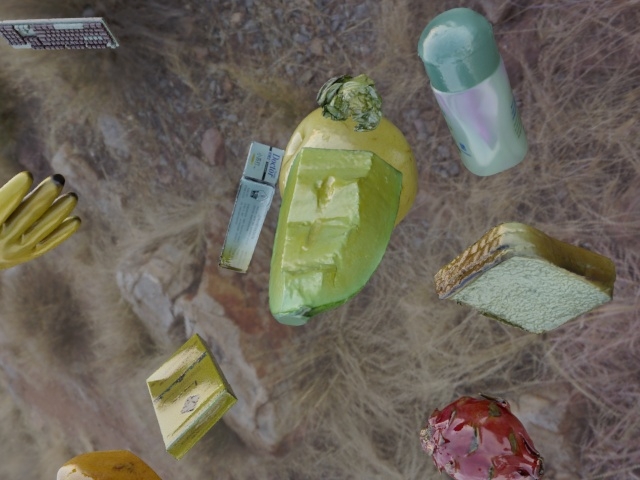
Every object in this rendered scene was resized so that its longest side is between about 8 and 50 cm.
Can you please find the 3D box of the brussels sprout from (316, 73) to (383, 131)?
[{"bbox_3d":[0.037,-0.173,0.744,0.085,0.085,0.058,120,153,-51],"label":"brussels sprout"}]

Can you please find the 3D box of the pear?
[{"bbox_3d":[0.065,-0.157,1.459,0.348,0.348,0.349,31,135,36],"label":"pear"}]

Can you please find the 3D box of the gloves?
[{"bbox_3d":[-0.492,-0.010,0.908,0.116,0.294,0.133,64,-169,25],"label":"gloves"}]

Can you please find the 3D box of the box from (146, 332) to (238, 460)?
[{"bbox_3d":[-0.267,0.301,1.215,0.041,0.153,0.279,50,172,-27],"label":"box"}]

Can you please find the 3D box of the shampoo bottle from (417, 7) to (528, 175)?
[{"bbox_3d":[0.313,-0.309,1.239,0.151,0.222,0.350,-19,133,18],"label":"shampoo bottle"}]

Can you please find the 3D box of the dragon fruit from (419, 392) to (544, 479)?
[{"bbox_3d":[0.226,0.279,0.831,0.165,0.133,0.136,13,141,31],"label":"dragon fruit"}]

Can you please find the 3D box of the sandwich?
[{"bbox_3d":[0.367,0.070,1.080,0.226,0.251,0.087,-46,31,51],"label":"sandwich"}]

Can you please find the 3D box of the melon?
[{"bbox_3d":[0.000,0.000,0.865,0.196,0.324,0.124,0,140,20],"label":"melon"}]

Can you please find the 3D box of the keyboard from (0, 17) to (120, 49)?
[{"bbox_3d":[-0.366,-0.285,0.837,0.165,0.017,0.055,2,161,10],"label":"keyboard"}]

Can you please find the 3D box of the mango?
[{"bbox_3d":[-0.363,0.468,1.099,0.252,0.154,0.126,25,144,2],"label":"mango"}]

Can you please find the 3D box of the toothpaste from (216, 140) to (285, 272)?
[{"bbox_3d":[-0.138,-0.052,1.146,0.070,0.089,0.313,16,144,-8],"label":"toothpaste"}]
